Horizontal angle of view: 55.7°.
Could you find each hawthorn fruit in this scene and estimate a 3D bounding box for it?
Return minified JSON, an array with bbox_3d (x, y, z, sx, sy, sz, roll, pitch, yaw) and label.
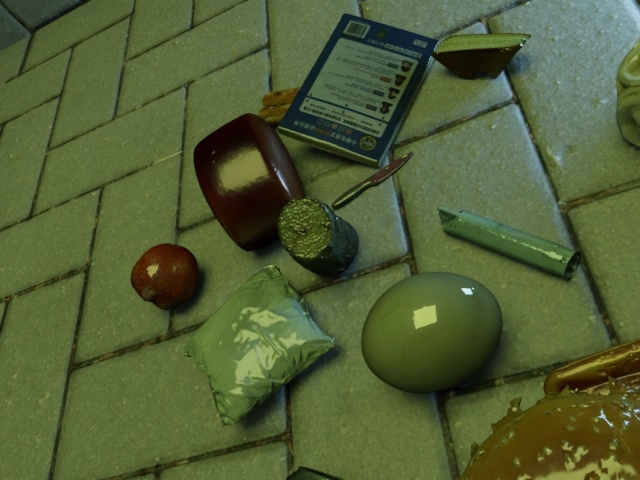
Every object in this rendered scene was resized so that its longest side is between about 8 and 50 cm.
[{"bbox_3d":[-0.403,0.090,1.578,0.173,0.173,0.172,-15,53,21],"label":"hawthorn fruit"}]

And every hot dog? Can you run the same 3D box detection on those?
[{"bbox_3d":[0.504,0.230,1.021,0.250,0.068,0.100,-25,73,20],"label":"hot dog"},{"bbox_3d":[-0.083,-0.388,1.757,0.270,0.072,0.109,4,71,40],"label":"hot dog"}]

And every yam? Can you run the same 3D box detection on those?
[{"bbox_3d":[0.000,0.000,1.377,0.154,0.254,0.153,-3,77,15],"label":"yam"}]

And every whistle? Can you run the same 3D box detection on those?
[{"bbox_3d":[0.377,-0.003,1.256,0.312,0.062,0.062,26,75,39],"label":"whistle"}]

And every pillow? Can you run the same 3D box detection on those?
[{"bbox_3d":[-0.147,0.232,1.350,0.310,0.138,0.283,-42,49,-5],"label":"pillow"}]

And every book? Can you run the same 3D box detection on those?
[{"bbox_3d":[0.107,-0.417,1.637,0.300,0.039,0.427,23,71,15],"label":"book"}]

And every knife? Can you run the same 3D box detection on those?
[{"bbox_3d":[0.132,-0.151,1.526,0.247,0.018,0.035,-34,46,5],"label":"knife"}]

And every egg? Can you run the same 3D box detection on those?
[{"bbox_3d":[0.205,0.170,1.136,0.269,0.219,0.219,-27,50,5],"label":"egg"}]

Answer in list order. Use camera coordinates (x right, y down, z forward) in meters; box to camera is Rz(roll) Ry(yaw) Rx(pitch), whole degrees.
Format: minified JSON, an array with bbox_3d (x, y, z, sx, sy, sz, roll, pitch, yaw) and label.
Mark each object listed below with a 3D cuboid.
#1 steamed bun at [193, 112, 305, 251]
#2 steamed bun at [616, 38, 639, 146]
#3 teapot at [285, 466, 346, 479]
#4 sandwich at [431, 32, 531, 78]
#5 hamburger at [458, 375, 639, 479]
[{"bbox_3d":[-0.188,-0.171,1.571,0.235,0.248,0.379,-29,48,9],"label":"steamed bun"},{"bbox_3d":[0.738,-0.305,1.132,0.347,0.237,0.393,-18,52,19],"label":"steamed bun"},{"bbox_3d":[0.009,0.534,1.058,0.203,0.171,0.225,17,74,4],"label":"teapot"},{"bbox_3d":[0.412,-0.470,1.536,0.245,0.088,0.090,11,57,39],"label":"sandwich"},{"bbox_3d":[0.386,0.346,0.888,0.446,0.268,0.286,-22,49,18],"label":"hamburger"}]
